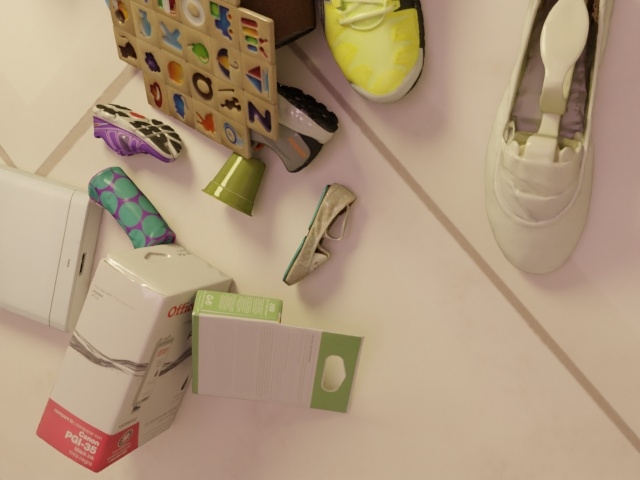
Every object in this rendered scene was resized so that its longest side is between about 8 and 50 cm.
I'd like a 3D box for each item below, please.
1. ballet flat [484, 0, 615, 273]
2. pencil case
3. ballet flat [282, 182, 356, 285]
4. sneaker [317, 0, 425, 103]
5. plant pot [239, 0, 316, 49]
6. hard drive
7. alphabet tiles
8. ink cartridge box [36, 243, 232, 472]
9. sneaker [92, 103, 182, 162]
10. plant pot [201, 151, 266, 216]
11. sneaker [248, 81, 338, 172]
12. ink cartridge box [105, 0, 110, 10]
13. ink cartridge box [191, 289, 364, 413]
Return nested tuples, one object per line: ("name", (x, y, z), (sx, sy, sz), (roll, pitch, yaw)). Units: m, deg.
("ballet flat", (0.276, -0.152, 0.912), (0.139, 0.139, 0.401), (11, 98, 19))
("pencil case", (-0.295, -0.041, 1.163), (0.070, 0.064, 0.152), (-42, 79, 2))
("ballet flat", (0.000, 0.000, 1.066), (0.052, 0.057, 0.168), (27, 103, 6))
("sneaker", (0.040, -0.368, 0.971), (0.145, 0.147, 0.385), (-12, 91, 19))
("plant pot", (-0.098, -0.374, 1.006), (0.215, 0.215, 0.231), (-21, 100, 20))
("hard drive", (-0.542, -0.008, 1.265), (0.352, 0.047, 0.233), (16, 100, 18))
("alphabet tiles", (-0.183, -0.271, 1.019), (0.342, 0.011, 0.285), (31, 141, 30))
("ink cartridge box", (-0.266, 0.161, 1.092), (0.117, 0.207, 0.283), (28, 103, 15))
("sneaker", (-0.285, -0.156, 1.161), (0.169, 0.068, 0.071), (27, 118, 25))
("plant pot", (-0.119, -0.089, 1.094), (0.083, 0.083, 0.079), (28, 92, 16))
("sneaker", (-0.106, -0.200, 1.066), (0.271, 0.100, 0.108), (40, 115, 14))
("ink cartridge box", (-0.282, -0.379, 1.138), (0.083, 0.048, 0.028), (-27, 85, 20))
("ink cartridge box", (-0.065, 0.162, 1.066), (0.234, 0.056, 0.171), (6, 128, -2))
